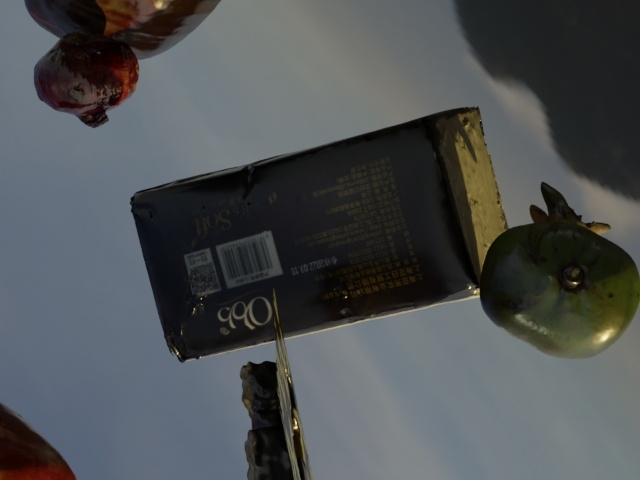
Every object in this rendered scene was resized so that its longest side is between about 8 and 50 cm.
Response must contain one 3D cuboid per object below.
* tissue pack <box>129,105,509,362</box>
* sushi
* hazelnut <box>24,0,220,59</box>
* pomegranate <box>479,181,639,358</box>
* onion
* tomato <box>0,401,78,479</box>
[{"bbox_3d":[0.000,0.000,1.810,0.198,0.370,0.210,-29,-74,-67],"label":"tissue pack"},{"bbox_3d":[-0.041,0.208,1.565,0.290,0.050,0.264,-99,-2,-69],"label":"sushi"},{"bbox_3d":[-0.208,-0.284,1.786,0.181,0.212,0.181,34,-126,-27],"label":"hazelnut"},{"bbox_3d":[0.239,0.027,1.665,0.152,0.131,0.191,28,-143,-1],"label":"pomegranate"},{"bbox_3d":[-0.234,-0.161,1.703,0.107,0.107,0.097,-4,-96,-80],"label":"onion"},{"bbox_3d":[-0.424,0.327,1.902,0.290,0.325,0.293,-9,-160,-41],"label":"tomato"}]
